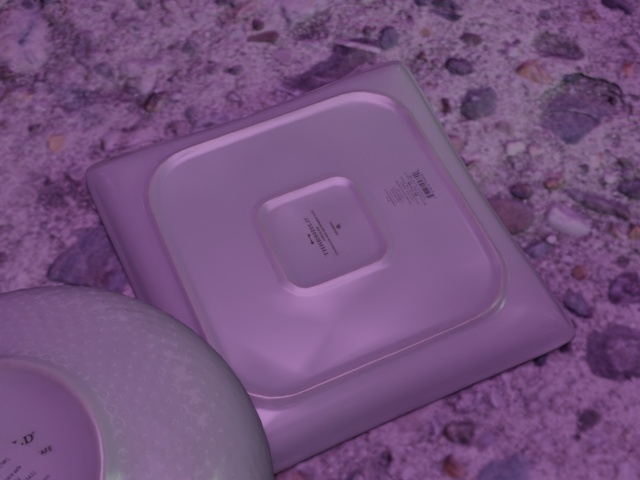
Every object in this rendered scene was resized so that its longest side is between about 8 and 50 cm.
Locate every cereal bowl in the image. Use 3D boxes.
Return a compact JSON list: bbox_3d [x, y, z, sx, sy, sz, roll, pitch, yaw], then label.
[{"bbox_3d":[-0.207,0.178,0.672,0.339,0.141,0.339,-2,64,5],"label":"cereal bowl"}]

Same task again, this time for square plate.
[{"bbox_3d":[0.000,0.000,0.857,0.344,0.049,0.347,-21,63,-13],"label":"square plate"}]
